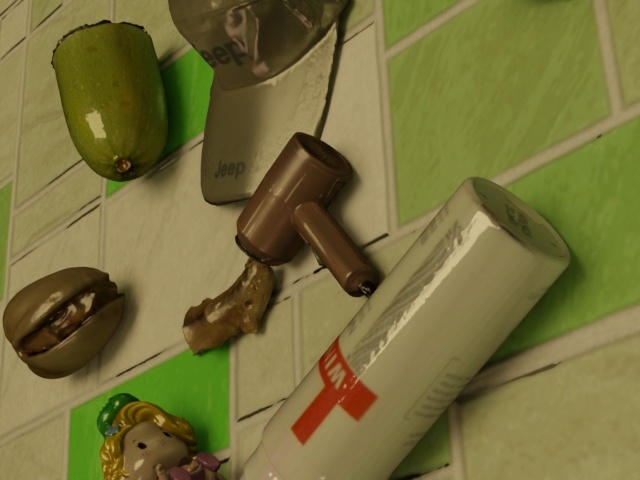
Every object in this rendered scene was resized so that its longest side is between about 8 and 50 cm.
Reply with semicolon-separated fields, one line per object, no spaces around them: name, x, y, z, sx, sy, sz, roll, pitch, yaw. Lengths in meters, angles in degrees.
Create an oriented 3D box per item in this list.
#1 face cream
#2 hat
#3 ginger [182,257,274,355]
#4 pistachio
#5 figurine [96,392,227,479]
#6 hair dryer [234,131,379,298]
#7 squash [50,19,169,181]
face cream;0.044;0.111;0.996;0.345;0.102;0.102;-52;41;19
hat;-0.090;-0.171;1.273;0.214;0.149;0.245;-11;55;49
ginger;-0.089;0.068;1.230;0.137;0.044;0.057;-37;30;33
pistachio;-0.271;0.086;1.404;0.149;0.113;0.113;-28;51;22
figurine;-0.156;0.216;1.209;0.156;0.094;0.115;30;120;35
hair dryer;0.000;0.000;1.139;0.117;0.064;0.182;-56;45;19
squash;-0.219;-0.142;1.428;0.123;0.123;0.187;-44;47;29
